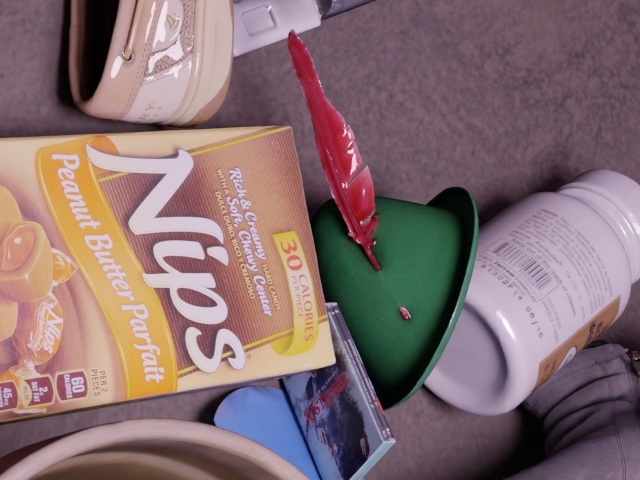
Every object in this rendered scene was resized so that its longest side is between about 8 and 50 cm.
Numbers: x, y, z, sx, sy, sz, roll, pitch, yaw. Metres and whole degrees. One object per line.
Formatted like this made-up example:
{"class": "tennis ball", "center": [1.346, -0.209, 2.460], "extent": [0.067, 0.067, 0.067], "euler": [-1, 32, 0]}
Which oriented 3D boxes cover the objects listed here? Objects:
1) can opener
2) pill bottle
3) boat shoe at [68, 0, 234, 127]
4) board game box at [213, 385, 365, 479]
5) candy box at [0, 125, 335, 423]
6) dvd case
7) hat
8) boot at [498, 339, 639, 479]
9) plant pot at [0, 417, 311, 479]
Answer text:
{"class": "can opener", "center": [0.013, -0.215, 1.318], "extent": [0.280, 0.093, 0.074], "euler": [-26, 96, -43]}
{"class": "pill bottle", "center": [0.179, 0.034, 1.360], "extent": [0.229, 0.131, 0.131], "euler": [-34, 102, -37]}
{"class": "boat shoe", "center": [-0.133, -0.254, 1.187], "extent": [0.110, 0.122, 0.341], "euler": [1, 81, -38]}
{"class": "board game box", "center": [-0.019, 0.185, 1.219], "extent": [0.133, 0.033, 0.168], "euler": [6, 48, -50]}
{"class": "candy box", "center": [-0.149, 0.022, 1.137], "extent": [0.316, 0.087, 0.183], "euler": [-6, 83, -38]}
{"class": "dvd case", "center": [0.010, 0.118, 1.213], "extent": [0.013, 0.087, 0.119], "euler": [-1, 55, -33]}
{"class": "hat", "center": [0.000, 0.000, 1.230], "extent": [0.184, 0.173, 0.208], "euler": [23, 63, -18]}
{"class": "boot", "center": [0.197, 0.179, 1.315], "extent": [0.338, 0.222, 0.118], "euler": [-6, 121, -14]}
{"class": "plant pot", "center": [-0.158, 0.272, 0.956], "extent": [0.323, 0.280, 0.323], "euler": [8, 76, -35]}
